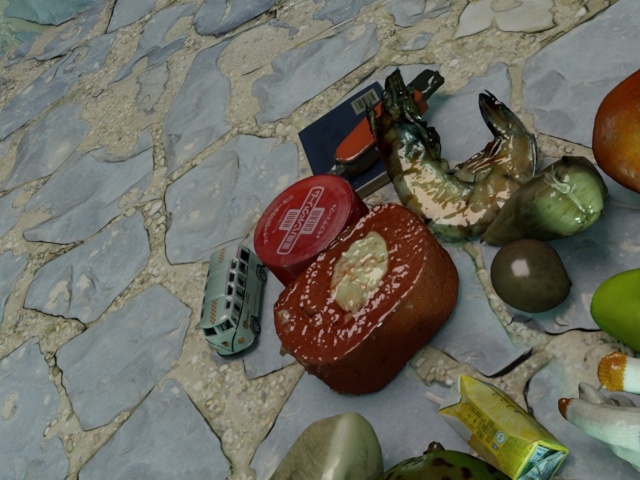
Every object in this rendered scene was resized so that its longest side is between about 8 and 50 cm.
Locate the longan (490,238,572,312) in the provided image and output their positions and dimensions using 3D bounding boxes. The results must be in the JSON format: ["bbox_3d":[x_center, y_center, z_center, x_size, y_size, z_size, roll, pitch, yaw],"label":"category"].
[{"bbox_3d":[0.282,0.047,1.145,0.113,0.092,0.113,10,30,-6],"label":"longan"}]

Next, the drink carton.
[{"bbox_3d":[0.202,0.217,1.051,0.074,0.084,0.200,-61,38,10],"label":"drink carton"}]

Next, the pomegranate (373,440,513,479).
[{"bbox_3d":[0.133,0.343,0.899,0.211,0.211,0.263,-15,72,28],"label":"pomegranate"}]

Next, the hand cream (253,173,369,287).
[{"bbox_3d":[0.000,0.000,1.391,0.193,0.125,0.193,-22,40,20],"label":"hand cream"}]

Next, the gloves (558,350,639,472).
[{"bbox_3d":[0.358,0.199,0.896,0.218,0.140,0.131,-5,58,26],"label":"gloves"}]

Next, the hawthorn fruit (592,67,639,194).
[{"bbox_3d":[0.448,-0.138,1.144,0.196,0.196,0.225,-53,11,-17],"label":"hawthorn fruit"}]

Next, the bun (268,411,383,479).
[{"bbox_3d":[0.003,0.326,1.051,0.237,0.116,0.210,-57,11,-13],"label":"bun"}]

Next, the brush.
[{"bbox_3d":[0.097,-0.184,1.517,0.323,0.051,0.070,-43,45,-10],"label":"brush"}]

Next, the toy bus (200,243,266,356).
[{"bbox_3d":[-0.150,0.097,1.448,0.087,0.089,0.194,-20,43,24],"label":"toy bus"}]

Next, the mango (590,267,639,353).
[{"bbox_3d":[0.401,0.080,1.013,0.117,0.089,0.163,-45,38,-7],"label":"mango"}]

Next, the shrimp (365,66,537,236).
[{"bbox_3d":[0.208,-0.162,1.382,0.233,0.071,0.365,-25,54,9],"label":"shrimp"}]

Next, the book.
[{"bbox_3d":[0.065,-0.175,1.591,0.191,0.025,0.269,-32,39,10],"label":"book"}]

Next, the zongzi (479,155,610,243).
[{"bbox_3d":[0.292,-0.034,1.173,0.197,0.099,0.194,-33,-2,19],"label":"zongzi"}]

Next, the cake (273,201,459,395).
[{"bbox_3d":[0.070,0.092,1.231,0.283,0.151,0.177,-41,50,-2],"label":"cake"}]
